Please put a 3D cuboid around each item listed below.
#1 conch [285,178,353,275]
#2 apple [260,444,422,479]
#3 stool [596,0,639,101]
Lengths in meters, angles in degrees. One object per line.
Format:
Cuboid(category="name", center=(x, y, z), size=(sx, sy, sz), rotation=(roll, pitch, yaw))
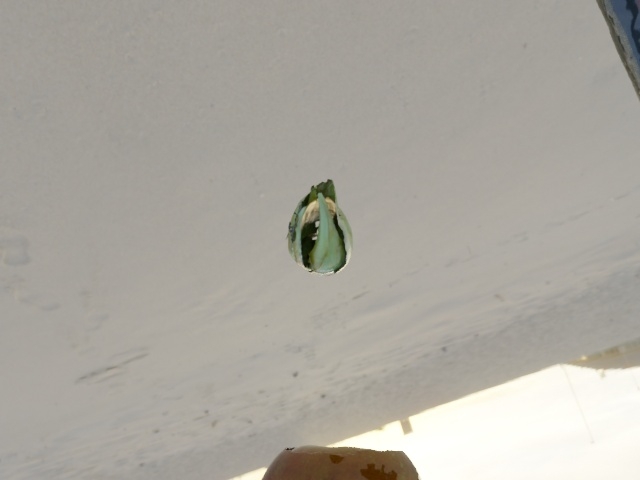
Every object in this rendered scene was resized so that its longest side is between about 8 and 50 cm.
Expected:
Cuboid(category="conch", center=(-0.001, -0.002, 0.816), size=(0.095, 0.079, 0.201), rotation=(-39, 146, -9))
Cuboid(category="apple", center=(0.031, 0.363, 0.757), size=(0.237, 0.207, 0.237), rotation=(10, 143, 7))
Cuboid(category="stool", center=(0.531, -0.334, 0.731), size=(0.310, 0.310, 0.226), rotation=(-23, -163, 28))
